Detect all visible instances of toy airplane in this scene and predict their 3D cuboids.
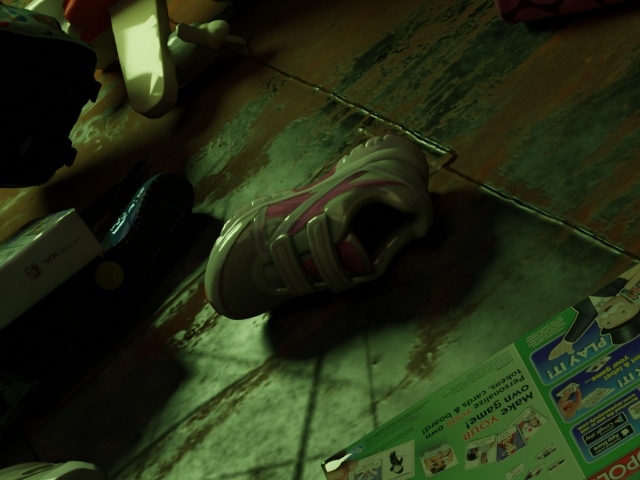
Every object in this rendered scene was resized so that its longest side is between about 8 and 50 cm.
[{"bbox_3d":[-0.223,-0.353,2.115,0.384,0.272,0.386,15,96,64],"label":"toy airplane"}]

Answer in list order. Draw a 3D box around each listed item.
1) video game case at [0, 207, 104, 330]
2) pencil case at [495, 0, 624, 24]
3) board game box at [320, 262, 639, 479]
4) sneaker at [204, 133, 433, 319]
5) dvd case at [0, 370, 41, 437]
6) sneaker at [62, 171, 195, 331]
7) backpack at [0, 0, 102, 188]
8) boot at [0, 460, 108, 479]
[{"bbox_3d":[-0.371,0.066,1.757,0.244,0.061,0.269,-40,11,-16],"label":"video game case"},{"bbox_3d":[0.267,-0.286,1.645,0.209,0.098,0.095,-12,40,36],"label":"pencil case"},{"bbox_3d":[0.162,0.164,1.225,0.317,0.046,0.213,-33,33,8],"label":"board game box"},{"bbox_3d":[0.000,0.000,1.541,0.252,0.103,0.111,-35,30,7],"label":"sneaker"},{"bbox_3d":[-0.361,0.193,1.738,0.087,0.013,0.119,6,52,48],"label":"dvd case"},{"bbox_3d":[-0.212,0.017,1.778,0.209,0.069,0.082,-56,10,-18],"label":"sneaker"},{"bbox_3d":[-0.423,-0.187,1.964,0.191,0.253,0.225,34,108,28],"label":"backpack"},{"bbox_3d":[-0.317,0.283,1.472,0.258,0.095,0.123,-27,13,-34],"label":"boot"}]
